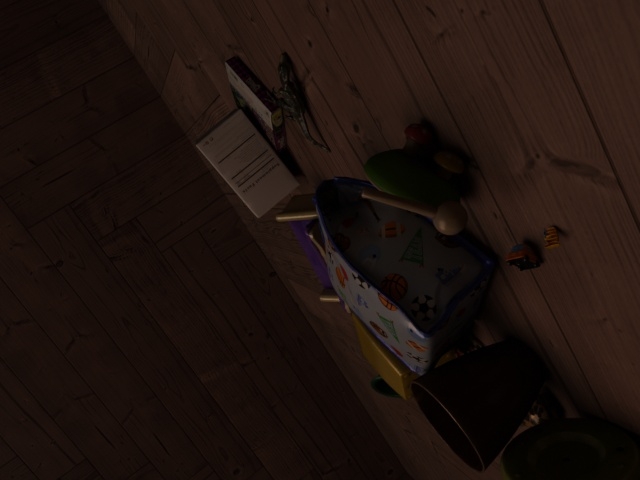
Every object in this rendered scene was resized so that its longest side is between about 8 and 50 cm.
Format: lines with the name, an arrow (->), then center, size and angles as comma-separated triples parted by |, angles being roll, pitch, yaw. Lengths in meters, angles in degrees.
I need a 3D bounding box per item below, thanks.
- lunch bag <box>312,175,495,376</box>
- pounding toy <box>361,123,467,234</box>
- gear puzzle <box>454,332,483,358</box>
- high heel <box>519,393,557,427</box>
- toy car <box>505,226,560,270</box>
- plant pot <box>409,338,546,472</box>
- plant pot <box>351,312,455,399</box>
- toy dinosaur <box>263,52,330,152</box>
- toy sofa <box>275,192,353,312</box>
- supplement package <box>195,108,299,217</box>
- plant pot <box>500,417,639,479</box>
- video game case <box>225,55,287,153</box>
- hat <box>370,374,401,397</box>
lunch bag -> 0.150, 0.060, 1.153 | 0.385, 0.239, 0.327 | 39, 162, 26
pounding toy -> 0.173, -0.118, 0.887 | 0.183, 0.110, 0.237 | 26, -156, -2
gear puzzle -> 0.382, 0.338, 1.419 | 0.175, 0.044, 0.339 | 45, 163, 34
high heel -> 0.444, 0.371, 1.247 | 0.261, 0.093, 0.186 | 36, 146, 57
toy car -> 0.346, 0.012, 0.841 | 0.122, 0.060, 0.040 | 139, 141, -60
plant pot -> 0.343, 0.313, 1.101 | 0.215, 0.230, 0.215 | 52, 167, 18
plant pot -> 0.224, 0.262, 1.323 | 0.212, 0.212, 0.187 | 72, 172, -47
toy dinosaur -> -0.070, -0.330, 1.325 | 0.118, 0.064, 0.268 | 26, 152, 50
toy sofa -> 0.007, 0.045, 1.601 | 0.150, 0.177, 0.362 | -1, 131, 33
supplement package -> -0.232, -0.246, 1.683 | 0.293, 0.175, 0.177 | 51, 178, -20
plant pot -> 0.499, 0.542, 0.981 | 0.352, 0.367, 0.366 | 69, 164, -9
video game case -> -0.188, -0.397, 1.582 | 0.232, 0.042, 0.210 | 50, 166, 19
hat -> 0.295, 0.518, 2.169 | 0.209, 0.183, 0.173 | -9, 134, 28
